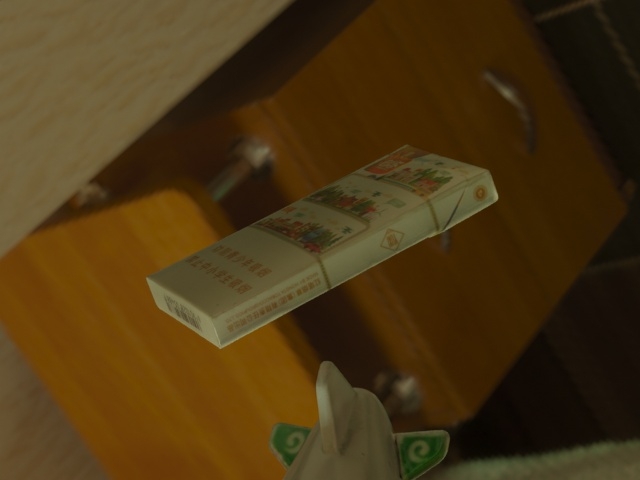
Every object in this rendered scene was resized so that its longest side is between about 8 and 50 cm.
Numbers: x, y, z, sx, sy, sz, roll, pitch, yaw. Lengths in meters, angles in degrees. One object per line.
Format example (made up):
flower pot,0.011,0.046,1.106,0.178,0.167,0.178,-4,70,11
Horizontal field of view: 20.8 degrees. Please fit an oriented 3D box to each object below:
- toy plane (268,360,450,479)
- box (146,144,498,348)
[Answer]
toy plane,0.000,0.142,0.729,0.174,0.174,0.080,17,158,30
box,0.000,-0.001,1.191,0.122,0.220,0.032,24,138,62
